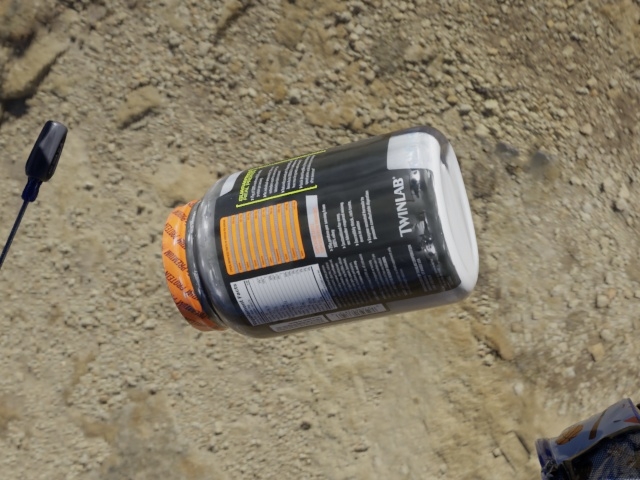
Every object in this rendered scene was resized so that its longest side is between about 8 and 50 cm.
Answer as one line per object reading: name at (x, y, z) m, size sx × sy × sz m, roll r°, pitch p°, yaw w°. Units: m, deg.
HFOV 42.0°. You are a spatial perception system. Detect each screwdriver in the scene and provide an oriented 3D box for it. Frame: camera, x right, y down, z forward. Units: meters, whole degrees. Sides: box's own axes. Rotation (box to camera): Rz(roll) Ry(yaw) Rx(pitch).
screwdriver at (-0.247, -0.019, 0.687) m, size 0.024 × 0.025 × 0.170 m, roll 22°, pitch 88°, yaw -14°

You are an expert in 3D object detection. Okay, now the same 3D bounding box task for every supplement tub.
supplement tub at (0.000, 0.000, 0.982) m, size 0.338 × 0.207 × 0.207 m, roll -12°, pitch 81°, yaw 19°

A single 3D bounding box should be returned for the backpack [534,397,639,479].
backpack at (0.279, 0.274, 0.718) m, size 0.213 × 0.263 × 0.277 m, roll -24°, pitch 99°, yaw 17°
